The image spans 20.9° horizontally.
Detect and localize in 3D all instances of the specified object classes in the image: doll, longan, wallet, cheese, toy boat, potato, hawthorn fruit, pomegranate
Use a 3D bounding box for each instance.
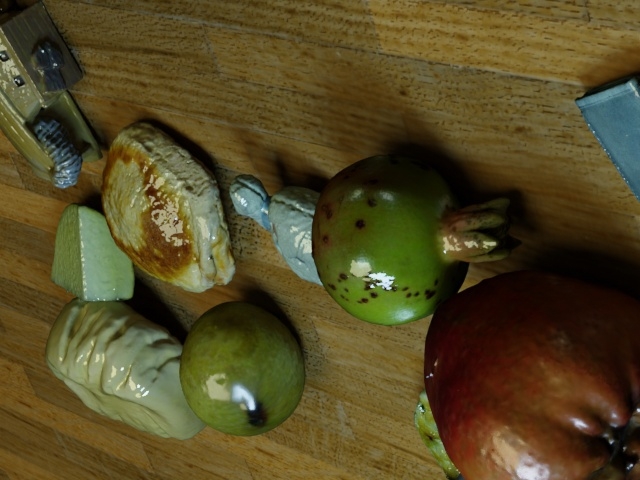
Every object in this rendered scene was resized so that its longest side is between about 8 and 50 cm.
[{"bbox_3d":[0.000,0.000,1.760,0.214,0.071,0.103,33,159,11],"label":"doll"},{"bbox_3d":[-0.090,0.141,1.978,0.145,0.176,0.155,11,124,-14],"label":"longan"},{"bbox_3d":[0.264,-0.072,1.382,0.129,0.026,0.088,53,153,-8],"label":"wallet"},{"bbox_3d":[-0.232,0.165,2.181,0.214,0.117,0.226,16,155,41],"label":"cheese"},{"bbox_3d":[-0.347,-0.209,1.959,0.121,0.089,0.321,-8,116,48],"label":"toy boat"},{"bbox_3d":[-0.279,0.006,2.147,0.149,0.081,0.120,-161,70,-64],"label":"potato"},{"bbox_3d":[0.188,0.125,1.531,0.261,0.224,0.224,38,151,48],"label":"hawthorn fruit"},{"bbox_3d":[0.083,-0.003,1.588,0.205,0.159,0.159,-5,122,32],"label":"pomegranate"}]

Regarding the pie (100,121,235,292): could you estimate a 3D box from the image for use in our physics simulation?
[{"bbox_3d":[-0.171,-0.030,1.930,0.205,0.084,0.179,38,148,24],"label":"pie"}]

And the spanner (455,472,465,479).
[{"bbox_3d":[0.162,0.229,1.773,0.054,0.015,0.254,41,149,11],"label":"spanner"}]

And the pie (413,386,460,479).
[{"bbox_3d":[0.173,0.217,1.803,0.187,0.041,0.187,33,146,26],"label":"pie"}]
